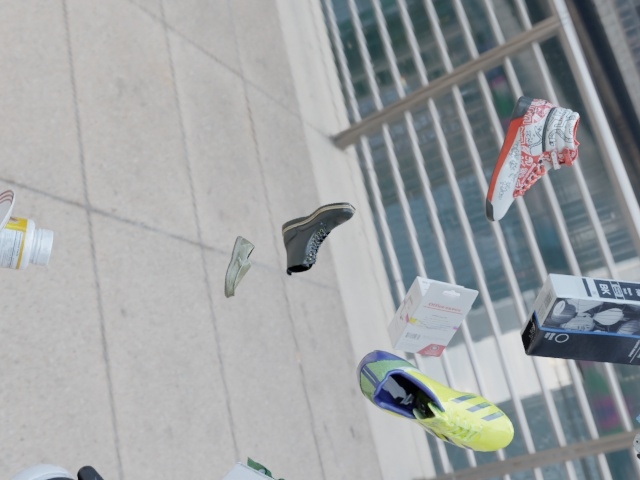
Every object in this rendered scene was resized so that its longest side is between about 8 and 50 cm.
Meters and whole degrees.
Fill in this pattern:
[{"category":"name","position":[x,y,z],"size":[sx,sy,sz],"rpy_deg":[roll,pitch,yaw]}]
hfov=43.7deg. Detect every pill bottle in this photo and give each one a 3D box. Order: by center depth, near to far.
[{"category":"pill bottle","position":[-0.709,0.000,1.764],"size":[0.215,0.117,0.117],"rpy_deg":[11,54,-23]}]

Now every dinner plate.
[{"category":"dinner plate","position":[-0.548,-0.025,1.324],"size":[0.017,0.141,0.141],"rpy_deg":[42,34,-35]}]

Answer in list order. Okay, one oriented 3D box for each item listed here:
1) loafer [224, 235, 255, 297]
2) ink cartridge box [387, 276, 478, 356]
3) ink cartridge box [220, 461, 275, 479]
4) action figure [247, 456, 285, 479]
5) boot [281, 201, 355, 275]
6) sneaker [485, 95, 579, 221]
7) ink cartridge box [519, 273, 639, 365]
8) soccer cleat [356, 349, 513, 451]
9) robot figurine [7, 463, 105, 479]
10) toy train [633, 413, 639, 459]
[{"category":"loafer","position":[-0.182,0.061,1.796],"size":[0.056,0.050,0.148],"rpy_deg":[112,-10,-71]},{"category":"ink cartridge box","position":[0.234,0.148,1.674],"size":[0.115,0.198,0.067],"rpy_deg":[13,36,-18]},{"category":"ink cartridge box","position":[-0.180,0.679,1.547],"size":[0.285,0.166,0.395],"rpy_deg":[-41,144,-49]},{"category":"action figure","position":[-0.137,0.635,1.964],"size":[0.063,0.137,0.232],"rpy_deg":[-36,150,-30]},{"category":"boot","position":[0.000,0.000,1.909],"size":[0.077,0.197,0.137],"rpy_deg":[37,38,-44]},{"category":"sneaker","position":[0.441,-0.152,1.647],"size":[0.090,0.145,0.270],"rpy_deg":[-4,111,-69]},{"category":"ink cartridge box","position":[0.544,0.148,1.431],"size":[0.065,0.332,0.165],"rpy_deg":[-94,-169,-47]},{"category":"soccer cleat","position":[0.181,0.265,1.228],"size":[0.289,0.093,0.121],"rpy_deg":[29,8,-15]},{"category":"robot figurine","position":[-0.491,0.543,1.479],"size":[0.209,0.174,0.278],"rpy_deg":[-14,38,-41]},{"category":"toy train","position":[0.585,0.330,1.295],"size":[0.184,0.105,0.080],"rpy_deg":[24,17,-27]}]
